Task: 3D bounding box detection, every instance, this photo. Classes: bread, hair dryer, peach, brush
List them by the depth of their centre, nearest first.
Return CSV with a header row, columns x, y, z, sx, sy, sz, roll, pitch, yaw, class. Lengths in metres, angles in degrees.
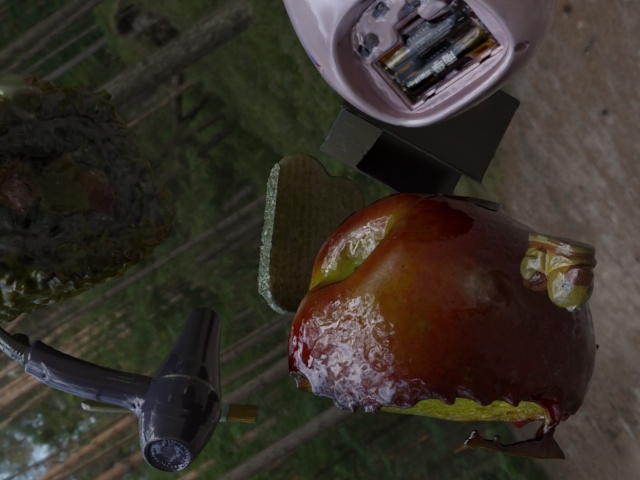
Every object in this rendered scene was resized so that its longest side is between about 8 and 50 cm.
x,y,z,sx,sy,sz,roll,pitch,yaw,class
0.161,0.096,1.074,0.406,0.310,0.335,15,170,-19,peach
-0.314,0.175,1.244,0.361,0.121,0.301,19,-149,-10,hair dryer
0.000,0.000,1.376,0.056,0.207,0.286,144,139,-59,bread
-0.286,0.323,1.588,0.085,0.337,0.020,-95,10,-81,brush

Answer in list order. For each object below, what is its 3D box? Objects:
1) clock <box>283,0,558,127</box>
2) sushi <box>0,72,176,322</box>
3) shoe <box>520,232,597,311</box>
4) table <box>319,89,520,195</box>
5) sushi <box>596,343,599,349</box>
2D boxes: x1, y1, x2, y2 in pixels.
x,y,z,sx,sy,sz,roll,pitch,yaw,class
0.098,-0.335,1.037,0.377,0.368,0.250,44,-138,-17,clock
-0.467,-0.070,1.318,0.396,0.240,0.351,-25,-90,-47,sushi
0.249,0.030,0.863,0.072,0.069,0.109,5,-168,-31,shoe
0.181,-0.219,1.575,0.282,0.196,0.250,29,163,-2,table
0.269,0.172,1.408,0.349,0.234,0.207,22,-176,25,sushi
